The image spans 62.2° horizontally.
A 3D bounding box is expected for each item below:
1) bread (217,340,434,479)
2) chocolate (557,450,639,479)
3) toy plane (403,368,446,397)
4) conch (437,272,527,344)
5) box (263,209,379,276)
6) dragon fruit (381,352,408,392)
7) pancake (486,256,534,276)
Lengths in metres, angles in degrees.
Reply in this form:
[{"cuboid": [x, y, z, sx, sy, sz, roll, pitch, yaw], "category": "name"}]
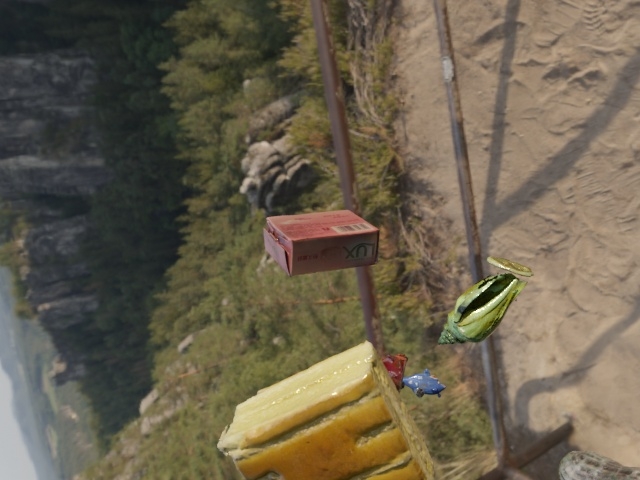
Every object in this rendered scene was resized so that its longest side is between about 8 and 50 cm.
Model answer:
[{"cuboid": [0.016, 0.309, 0.770, 0.239, 0.245, 0.111, 62, -170, -13], "category": "bread"}, {"cuboid": [0.516, 0.433, 0.921, 0.248, 0.110, 0.110, 149, 105, -69], "category": "chocolate"}, {"cuboid": [0.206, 0.322, 1.217, 0.054, 0.167, 0.062, 77, -160, -84], "category": "toy plane"}, {"cuboid": [0.304, 0.139, 1.026, 0.201, 0.094, 0.079, -58, 23, 13], "category": "conch"}, {"cuboid": [0.000, 0.000, 0.793, 0.111, 0.156, 0.060, -137, 47, -58], "category": "box"}, {"cuboid": [0.127, 0.264, 1.017, 0.067, 0.126, 0.112, 12, 107, 14], "category": "dragon fruit"}, {"cuboid": [0.415, 0.057, 1.157, 0.108, 0.108, 0.017, 35, 111, 48], "category": "pancake"}]
